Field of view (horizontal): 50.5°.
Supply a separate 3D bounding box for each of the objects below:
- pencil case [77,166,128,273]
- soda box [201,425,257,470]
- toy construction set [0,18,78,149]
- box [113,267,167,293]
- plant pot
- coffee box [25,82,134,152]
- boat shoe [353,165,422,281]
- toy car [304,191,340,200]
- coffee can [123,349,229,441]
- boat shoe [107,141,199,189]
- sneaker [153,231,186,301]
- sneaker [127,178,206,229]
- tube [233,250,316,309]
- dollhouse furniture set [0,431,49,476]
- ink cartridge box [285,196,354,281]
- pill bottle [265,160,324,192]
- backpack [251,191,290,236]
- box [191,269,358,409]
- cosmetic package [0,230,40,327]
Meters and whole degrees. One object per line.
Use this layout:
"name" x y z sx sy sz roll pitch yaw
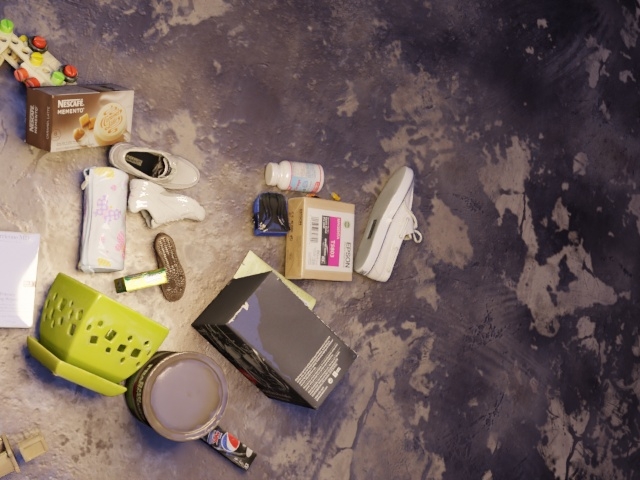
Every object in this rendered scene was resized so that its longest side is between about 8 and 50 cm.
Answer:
"pencil case" -0.551 -0.051 1.720 0.113 0.124 0.273 -1 83 11
"soda box" -0.254 0.544 1.810 0.169 0.060 0.053 41 67 -15
"toy construction set" -0.734 -0.397 1.670 0.328 0.151 0.215 55 41 -17
"box" -0.453 0.101 1.714 0.105 0.179 0.043 -12 88 -26
"plant pot" -0.539 0.230 1.605 0.228 0.227 0.207 41 73 -42
"coffee box" -0.588 -0.307 1.669 0.246 0.098 0.141 -21 127 -55
"boat shoe" 0.240 -0.041 2.089 0.156 0.136 0.367 27 75 -19
"toy car" -0.004 -0.120 2.050 0.122 0.060 0.040 -2 38 -42
"coffee can" -0.361 0.372 1.665 0.201 0.275 0.202 4 80 -25
"boat shoe" -0.420 -0.193 1.783 0.267 0.088 0.096 22 88 -44
"sneaker" -0.402 0.068 1.812 0.066 0.071 0.189 -11 110 -18
"sneaker" -0.414 -0.079 1.803 0.232 0.090 0.115 21 82 -37
"tube" -0.125 0.129 1.938 0.240 0.062 0.070 33 29 -13
"dollhouse furniture set" -0.724 0.543 1.591 0.181 0.101 0.161 -24 118 -27
"ink cartridge box" 0.000 0.000 1.965 0.193 0.088 0.235 5 85 -37
"pill bottle" -0.077 -0.188 1.986 0.160 0.087 0.087 3 81 -25
"backpack" -0.149 -0.073 1.927 0.097 0.101 0.120 1 78 -27
"box" -0.130 0.256 1.755 0.312 0.343 0.179 46 67 -12
"cosmetic package" -0.744 0.095 1.631 0.117 0.085 0.231 4 82 -25
